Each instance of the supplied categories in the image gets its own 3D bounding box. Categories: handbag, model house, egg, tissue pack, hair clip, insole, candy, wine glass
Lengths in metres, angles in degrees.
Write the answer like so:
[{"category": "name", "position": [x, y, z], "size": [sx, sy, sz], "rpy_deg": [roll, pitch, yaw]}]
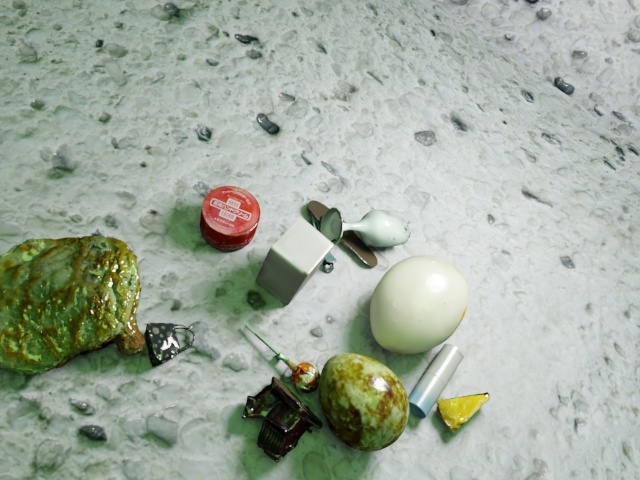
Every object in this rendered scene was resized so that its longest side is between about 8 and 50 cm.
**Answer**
[{"category": "handbag", "position": [-0.427, 0.289, 1.514], "size": [0.139, 0.072, 0.115], "rpy_deg": [-6, 61, -35]}, {"category": "model house", "position": [-0.124, 0.497, 1.472], "size": [0.203, 0.141, 0.164], "rpy_deg": [37, 78, 29]}, {"category": "egg", "position": [0.301, 0.204, 1.660], "size": [0.283, 0.283, 0.345], "rpy_deg": [43, 61, 9]}, {"category": "tissue pack", "position": [-0.082, 0.069, 1.632], "size": [0.136, 0.246, 0.159], "rpy_deg": [38, 57, 5]}, {"category": "hair clip", "position": [0.000, 0.000, 1.818], "size": [0.039, 0.070, 0.230], "rpy_deg": [-10, 58, -19]}, {"category": "insole", "position": [0.082, -0.028, 1.860], "size": [0.328, 0.007, 0.111], "rpy_deg": [45, 39, 6]}, {"category": "egg", "position": [0.113, 0.448, 1.489], "size": [0.238, 0.238, 0.289], "rpy_deg": [-34, 66, -30]}, {"category": "candy", "position": [-0.120, 0.347, 1.572], "size": [0.287, 0.078, 0.084], "rpy_deg": [38, 41, 10]}, {"category": "wine glass", "position": [0.157, -0.040, 1.807], "size": [0.321, 0.143, 0.144], "rpy_deg": [2, 60, -34]}]

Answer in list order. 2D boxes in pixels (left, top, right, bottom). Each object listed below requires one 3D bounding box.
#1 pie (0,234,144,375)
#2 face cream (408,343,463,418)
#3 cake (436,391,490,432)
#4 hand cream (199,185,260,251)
[{"category": "pie", "position": [-0.703, 0.154, 1.433], "size": [0.417, 0.180, 0.395], "rpy_deg": [-5, 64, -12]}, {"category": "face cream", "position": [0.361, 0.439, 1.665], "size": [0.077, 0.077, 0.250], "rpy_deg": [41, 58, 7]}, {"category": "cake", "position": [0.435, 0.507, 1.656], "size": [0.185, 0.080, 0.116], "rpy_deg": [-38, 80, -21]}, {"category": "hand cream", "position": [-0.295, -0.070, 1.715], "size": [0.193, 0.125, 0.193], "rpy_deg": [8, 60, -14]}]
